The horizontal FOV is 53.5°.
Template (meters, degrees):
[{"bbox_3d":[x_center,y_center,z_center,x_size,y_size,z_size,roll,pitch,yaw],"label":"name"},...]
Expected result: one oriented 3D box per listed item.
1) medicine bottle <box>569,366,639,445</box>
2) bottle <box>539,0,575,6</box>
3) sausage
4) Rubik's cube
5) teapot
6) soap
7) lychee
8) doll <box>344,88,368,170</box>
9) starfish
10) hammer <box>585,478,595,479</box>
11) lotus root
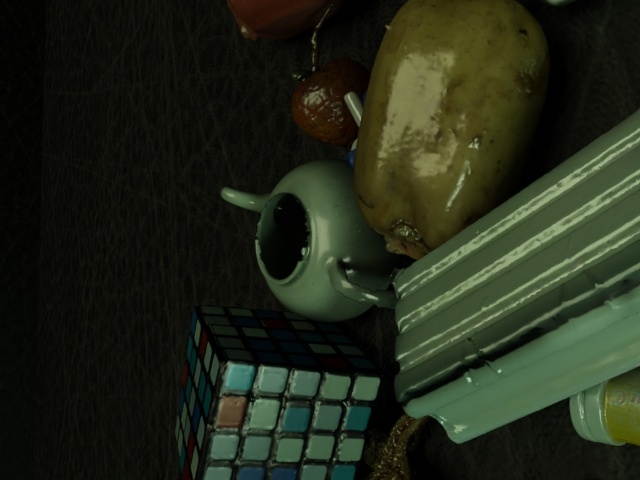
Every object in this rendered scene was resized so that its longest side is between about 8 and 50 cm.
[{"bbox_3d":[0.281,0.121,0.414,0.218,0.073,0.074,2,88,51],"label":"medicine bottle"},{"bbox_3d":[0.268,-0.254,0.462,0.253,0.079,0.096,-18,99,51],"label":"bottle"},{"bbox_3d":[-0.042,-0.346,0.827,0.254,0.148,0.148,8,93,54],"label":"sausage"},{"bbox_3d":[-0.059,0.192,0.730,0.182,0.184,0.187,-145,66,-67],"label":"Rubik's cube"},{"bbox_3d":[0.000,0.000,0.746,0.294,0.129,0.193,38,117,48],"label":"teapot"},{"bbox_3d":[0.171,0.038,0.483,0.261,0.094,0.150,-38,27,33],"label":"soap"},{"bbox_3d":[0.016,-0.179,0.765,0.114,0.101,0.140,-33,70,12],"label":"lychee"},{"bbox_3d":[0.063,-0.120,0.696,0.057,0.098,0.143,-34,33,58],"label":"doll"},{"bbox_3d":[0.073,0.248,0.691,0.238,0.056,0.213,-131,59,-66],"label":"starfish"},{"bbox_3d":[0.268,0.260,0.455,0.201,0.021,0.078,24,106,52],"label":"hammer"},{"bbox_3d":[0.119,-0.116,0.586,0.146,0.160,0.284,-52,-23,-80],"label":"lotus root"}]
